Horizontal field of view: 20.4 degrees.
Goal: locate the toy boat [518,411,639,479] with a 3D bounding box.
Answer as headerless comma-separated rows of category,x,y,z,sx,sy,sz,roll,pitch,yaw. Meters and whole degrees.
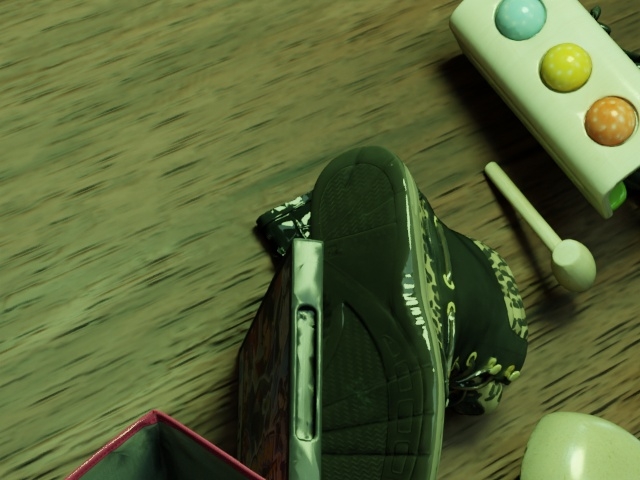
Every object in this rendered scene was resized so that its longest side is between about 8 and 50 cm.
toy boat,0.232,0.317,1.770,0.318,0.148,0.267,-17,80,-37

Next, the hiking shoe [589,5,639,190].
hiking shoe,0.349,-0.154,2.036,0.086,0.114,0.227,-35,84,-32

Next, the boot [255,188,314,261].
boot,0.000,0.000,1.851,0.121,0.045,0.099,-26,77,-24

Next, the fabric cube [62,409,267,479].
fabric cube,-0.125,0.350,1.456,0.254,0.258,0.259,30,51,31

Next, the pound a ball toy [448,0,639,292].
pound a ball toy,0.253,-0.130,1.927,0.208,0.136,0.319,-37,69,1

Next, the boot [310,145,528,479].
boot,0.099,0.124,1.710,0.284,0.138,0.377,30,50,-58

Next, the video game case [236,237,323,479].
video game case,-0.040,0.166,1.622,0.035,0.275,0.248,6,65,-10
